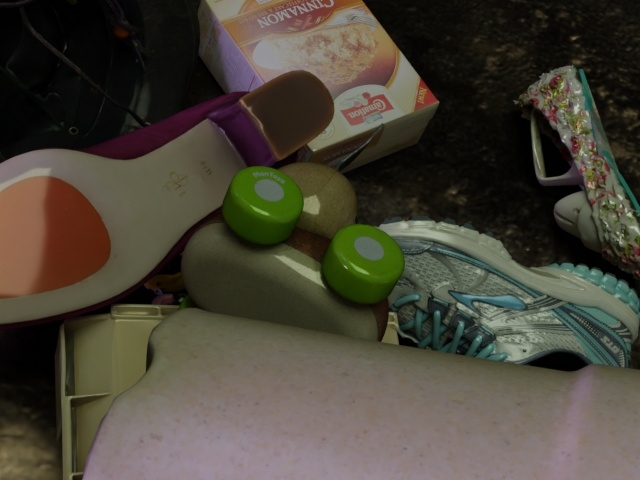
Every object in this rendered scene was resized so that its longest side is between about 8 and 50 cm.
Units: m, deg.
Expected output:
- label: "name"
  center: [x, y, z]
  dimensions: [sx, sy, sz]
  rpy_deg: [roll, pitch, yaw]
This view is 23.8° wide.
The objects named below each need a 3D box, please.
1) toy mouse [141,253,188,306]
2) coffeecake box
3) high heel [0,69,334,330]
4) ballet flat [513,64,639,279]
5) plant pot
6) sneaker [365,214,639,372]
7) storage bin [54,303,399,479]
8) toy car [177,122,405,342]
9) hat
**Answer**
- label: "toy mouse"
  center: [-0.086, 0.054, 1.208]
  dimensions: [0.143, 0.031, 0.161]
  rpy_deg: [27, 30, 20]
- label: "coffeecake box"
  center: [-0.007, -0.153, 1.370]
  dimensions: [0.142, 0.068, 0.185]
  rpy_deg: [-23, 68, -29]
- label: "high heel"
  center: [-0.164, -0.014, 1.174]
  dimensions: [0.377, 0.181, 0.127]
  rpy_deg: [-25, 87, -30]
- label: "ballet flat"
  center: [0.241, -0.053, 1.386]
  dimensions: [0.077, 0.091, 0.241]
  rpy_deg: [-20, 57, 6]
- label: "plant pot"
  center: [0.025, 0.184, 0.883]
  dimensions: [0.305, 0.334, 0.334]
  rpy_deg: [17, 54, 8]
- label: "sneaker"
  center: [0.132, 0.067, 1.247]
  dimensions: [0.283, 0.110, 0.122]
  rpy_deg: [13, 59, -8]
- label: "storage bin"
  center: [-0.060, 0.190, 1.099]
  dimensions: [0.260, 0.123, 0.262]
  rpy_deg: [2, 58, -15]
- label: "toy car"
  center: [0.000, 0.000, 1.085]
  dimensions: [0.149, 0.155, 0.188]
  rpy_deg: [30, 42, 4]
- label: "hat"
  center: [-0.242, -0.138, 1.232]
  dimensions: [0.134, 0.331, 0.331]
  rpy_deg: [2, 46, 33]
